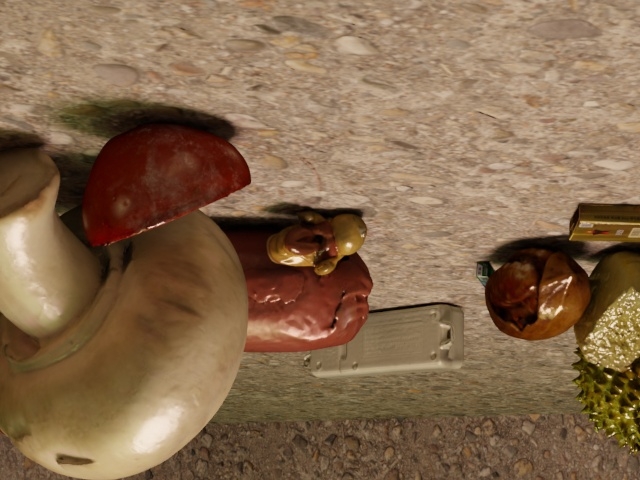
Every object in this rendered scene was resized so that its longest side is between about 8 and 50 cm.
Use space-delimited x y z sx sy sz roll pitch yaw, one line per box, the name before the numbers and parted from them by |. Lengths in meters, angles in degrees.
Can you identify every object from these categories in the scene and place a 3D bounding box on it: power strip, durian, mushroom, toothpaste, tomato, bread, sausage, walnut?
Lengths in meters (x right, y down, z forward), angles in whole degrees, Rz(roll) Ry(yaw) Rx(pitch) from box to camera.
power strip | 0.093 0.161 2.215 0.338 0.098 0.058 -9 166 44
durian | 0.475 0.172 1.961 0.291 0.224 0.291 -31 161 -12
mushroom | -0.213 0.064 1.465 0.315 0.356 0.315 3 -161 -1
toothpaste | 0.217 0.046 1.846 0.017 0.020 0.083 3 168 16
tomato | -0.147 -0.062 1.273 0.159 0.091 0.139 -22 -172 -25
bread | 0.371 0.074 1.713 0.086 0.125 0.156 14 135 -14
sausage | -0.078 0.059 1.662 0.280 0.152 0.152 0 168 2
walnut | 0.266 0.064 1.721 0.116 0.115 0.207 5 167 -12

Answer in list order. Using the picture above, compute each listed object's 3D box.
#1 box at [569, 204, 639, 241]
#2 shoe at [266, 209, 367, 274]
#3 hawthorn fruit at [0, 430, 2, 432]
box | 0.342 -0.017 1.533 0.133 0.023 0.090 1 166 5
shoe | -0.002 0.003 1.570 0.109 0.072 0.069 6 172 -16
hawthorn fruit | -0.333 0.131 1.799 0.275 0.275 0.300 9 176 -29
